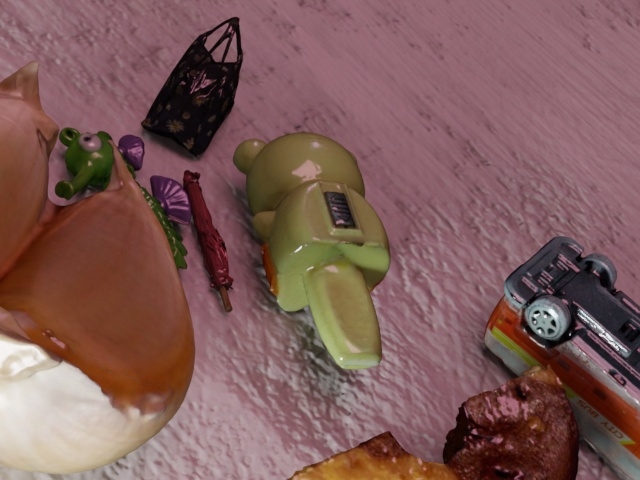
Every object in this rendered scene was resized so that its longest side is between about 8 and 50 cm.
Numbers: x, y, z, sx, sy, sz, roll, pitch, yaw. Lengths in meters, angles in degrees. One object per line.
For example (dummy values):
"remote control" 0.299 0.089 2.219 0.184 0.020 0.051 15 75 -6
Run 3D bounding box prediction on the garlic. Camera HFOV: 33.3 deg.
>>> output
"garlic" -0.238 0.029 0.800 0.286 0.249 0.313 1 28 -3

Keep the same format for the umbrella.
"umbrella" -0.105 -0.002 1.012 0.025 0.027 0.165 -18 59 -5

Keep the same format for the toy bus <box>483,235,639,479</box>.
"toy bus" 0.280 0.127 1.006 0.265 0.120 0.121 42 47 16

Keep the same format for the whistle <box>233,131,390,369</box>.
"whistle" 0.000 0.000 1.002 0.131 0.106 0.288 4 48 -25

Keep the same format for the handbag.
"handbag" -0.111 -0.168 1.079 0.072 0.139 0.115 32 44 -7

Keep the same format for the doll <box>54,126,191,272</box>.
"doll" -0.184 -0.039 0.995 0.115 0.050 0.190 -22 64 -41

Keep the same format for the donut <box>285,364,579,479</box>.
"donut" 0.108 0.221 0.854 0.295 0.112 0.151 -18 62 -34
